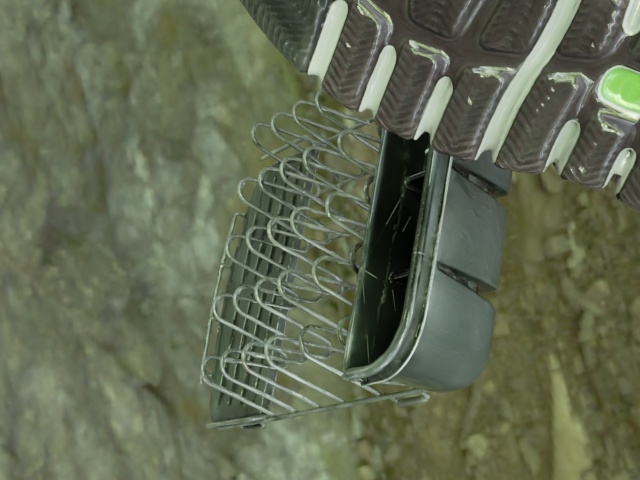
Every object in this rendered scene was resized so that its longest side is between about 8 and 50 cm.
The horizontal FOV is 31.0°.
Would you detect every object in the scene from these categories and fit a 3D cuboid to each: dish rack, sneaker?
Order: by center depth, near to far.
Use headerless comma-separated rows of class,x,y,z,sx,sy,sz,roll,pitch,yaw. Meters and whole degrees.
sneaker,0.099,-0.084,0.443,0.106,0.281,0.162,-61,-6,26
dish rack,0.000,0.000,0.640,0.271,0.074,0.208,-21,51,52
